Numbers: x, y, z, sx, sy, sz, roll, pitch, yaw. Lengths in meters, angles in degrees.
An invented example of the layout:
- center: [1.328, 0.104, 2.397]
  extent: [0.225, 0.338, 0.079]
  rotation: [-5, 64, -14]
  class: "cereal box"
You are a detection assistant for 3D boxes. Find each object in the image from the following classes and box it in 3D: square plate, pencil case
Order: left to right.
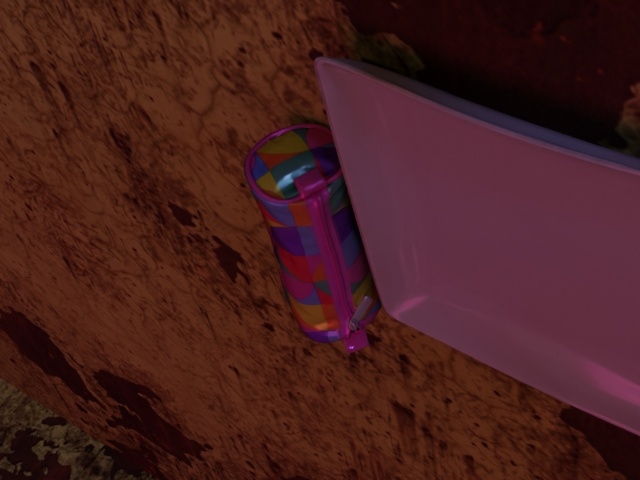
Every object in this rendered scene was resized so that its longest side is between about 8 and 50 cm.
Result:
- center: [0.000, 0.000, 1.177]
  extent: [0.104, 0.104, 0.236]
  rotation: [23, 151, 31]
  class: "pencil case"
- center: [0.172, 0.013, 1.018]
  extent: [0.347, 0.049, 0.344]
  rotation: [24, 150, 30]
  class: "square plate"
